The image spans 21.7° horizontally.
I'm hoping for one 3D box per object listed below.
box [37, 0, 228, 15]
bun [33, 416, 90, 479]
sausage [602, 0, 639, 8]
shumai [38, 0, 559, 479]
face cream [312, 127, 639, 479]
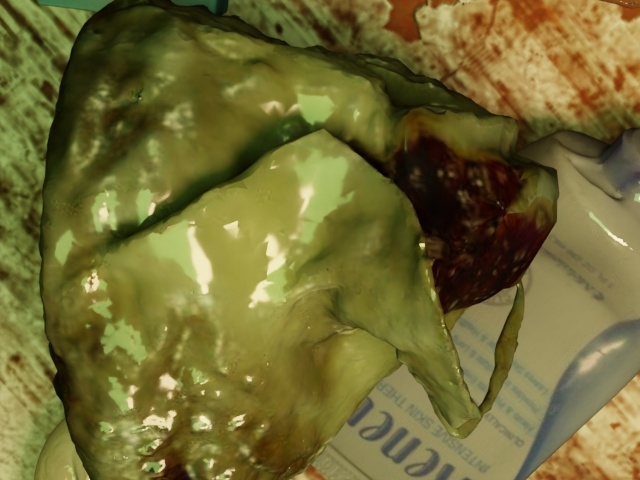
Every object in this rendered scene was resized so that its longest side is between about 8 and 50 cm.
[{"bbox_3d":[-0.137,-0.293,1.305,0.142,0.083,0.232,7,104,3],"label":"box"},{"bbox_3d":[-0.161,0.217,1.425,0.173,0.120,0.173,1,105,4],"label":"bun"},{"bbox_3d":[0.181,-0.210,1.315,0.158,0.036,0.042,6,94,5],"label":"sausage"},{"bbox_3d":[0.000,0.000,1.214,0.348,0.395,0.395,-7,104,13],"label":"shumai"},{"bbox_3d":[0.142,0.072,1.372,0.235,0.137,0.420,38,117,-6],"label":"face cream"}]
